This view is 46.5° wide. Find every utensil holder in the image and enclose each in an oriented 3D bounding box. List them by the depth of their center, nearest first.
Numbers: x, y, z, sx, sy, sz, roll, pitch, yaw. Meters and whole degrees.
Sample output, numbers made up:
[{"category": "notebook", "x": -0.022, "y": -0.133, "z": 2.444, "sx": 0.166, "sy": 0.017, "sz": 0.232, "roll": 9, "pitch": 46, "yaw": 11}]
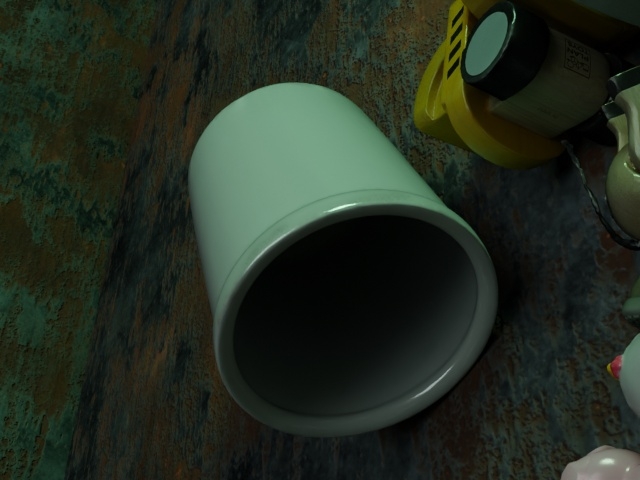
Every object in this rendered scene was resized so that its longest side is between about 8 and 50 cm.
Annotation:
[{"category": "utensil holder", "x": 0.000, "y": 0.000, "z": 0.971, "sx": 0.328, "sy": 0.327, "sz": 0.385, "roll": -54, "pitch": 31, "yaw": 19}]

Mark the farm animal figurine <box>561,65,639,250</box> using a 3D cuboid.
[{"category": "farm animal figurine", "x": 0.351, "y": -0.076, "z": 0.528, "sx": 0.326, "sy": 0.330, "sz": 0.172, "roll": -22, "pitch": 75, "yaw": 28}]

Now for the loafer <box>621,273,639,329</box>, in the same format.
[{"category": "loafer", "x": 0.366, "y": 0.028, "z": 0.611, "sx": 0.251, "sy": 0.094, "sz": 0.087, "roll": -11, "pitch": 57, "yaw": 54}]

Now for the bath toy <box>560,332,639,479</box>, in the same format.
[{"category": "bath toy", "x": 0.261, "y": 0.234, "z": 0.614, "sx": 0.129, "sy": 0.151, "sz": 0.348, "roll": 91, "pitch": -164, "yaw": -78}]

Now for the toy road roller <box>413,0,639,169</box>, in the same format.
[{"category": "toy road roller", "x": 0.233, "y": -0.243, "z": 0.905, "sx": 0.240, "sy": 0.202, "sz": 0.330, "roll": -33, "pitch": 44, "yaw": 58}]

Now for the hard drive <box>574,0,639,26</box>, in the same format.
[{"category": "hard drive", "x": 0.318, "y": -0.260, "z": 0.739, "sx": 0.172, "sy": 0.254, "sz": 0.054, "roll": -109, "pitch": 34, "yaw": -47}]
